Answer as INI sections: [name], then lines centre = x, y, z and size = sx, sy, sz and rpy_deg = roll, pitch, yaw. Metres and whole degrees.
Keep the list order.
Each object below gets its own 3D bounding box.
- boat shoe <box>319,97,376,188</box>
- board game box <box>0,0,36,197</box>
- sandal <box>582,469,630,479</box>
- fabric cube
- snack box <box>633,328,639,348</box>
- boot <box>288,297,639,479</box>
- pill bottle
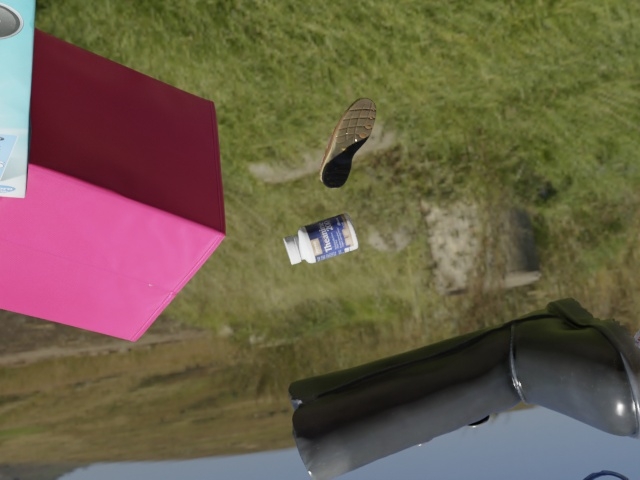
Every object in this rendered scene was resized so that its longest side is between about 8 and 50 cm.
[boat shoe]
centre = 0.043, -0.185, 1.589
size = 0.064, 0.178, 0.060
rpy_deg = 21, -169, -26
[board game box]
centre = -0.346, -0.141, 0.637
size = 0.254, 0.079, 0.336
rpy_deg = 3, 158, -19
[sandal]
centre = 0.378, 0.432, 1.182
size = 0.126, 0.317, 0.138
rpy_deg = 26, -134, 26
[fabric cube]
centre = -0.300, -0.061, 1.092
size = 0.258, 0.254, 0.259
rpy_deg = 19, 132, -31
[snack box]
centre = 0.585, 0.198, 1.470
size = 0.178, 0.064, 0.022
rpy_deg = 24, -166, -37
[boot]
centre = 0.178, 0.220, 1.156
size = 0.445, 0.146, 0.367
rpy_deg = -15, -175, 1
[pill bottle]
centre = 0.000, 0.000, 1.485
size = 0.120, 0.067, 0.067
rpy_deg = -18, 171, -4
